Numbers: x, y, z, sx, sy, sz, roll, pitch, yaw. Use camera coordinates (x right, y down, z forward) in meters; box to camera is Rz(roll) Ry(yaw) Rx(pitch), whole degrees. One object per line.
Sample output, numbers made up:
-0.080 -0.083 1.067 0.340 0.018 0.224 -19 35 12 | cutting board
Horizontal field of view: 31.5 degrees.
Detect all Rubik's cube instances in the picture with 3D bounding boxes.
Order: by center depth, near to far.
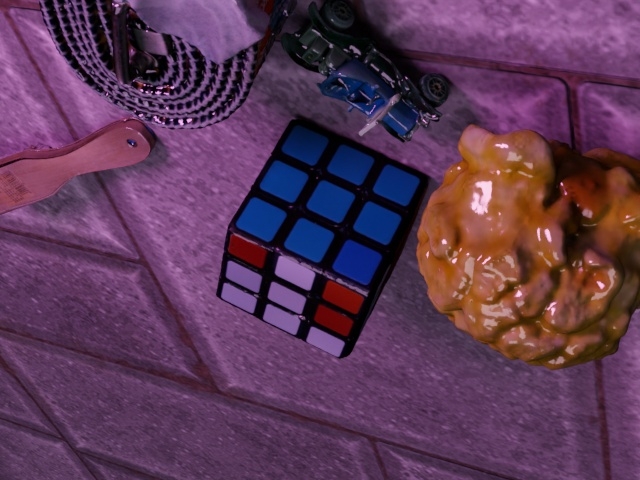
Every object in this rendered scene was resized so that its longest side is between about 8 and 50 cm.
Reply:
0.000 0.000 1.181 0.162 0.160 0.163 26 149 5 | Rubik's cube

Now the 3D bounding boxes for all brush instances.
-0.322 -0.101 1.406 0.328 0.065 0.070 -13 124 36 | brush

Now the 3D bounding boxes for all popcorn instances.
0.200 0.001 0.989 0.235 0.181 0.216 -2 106 -3 | popcorn

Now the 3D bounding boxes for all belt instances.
-0.129 -0.216 0.981 0.207 0.150 0.257 21 149 5 | belt

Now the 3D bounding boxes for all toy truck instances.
0.033 -0.143 1.027 0.154 0.078 0.080 37 147 -12 | toy truck
